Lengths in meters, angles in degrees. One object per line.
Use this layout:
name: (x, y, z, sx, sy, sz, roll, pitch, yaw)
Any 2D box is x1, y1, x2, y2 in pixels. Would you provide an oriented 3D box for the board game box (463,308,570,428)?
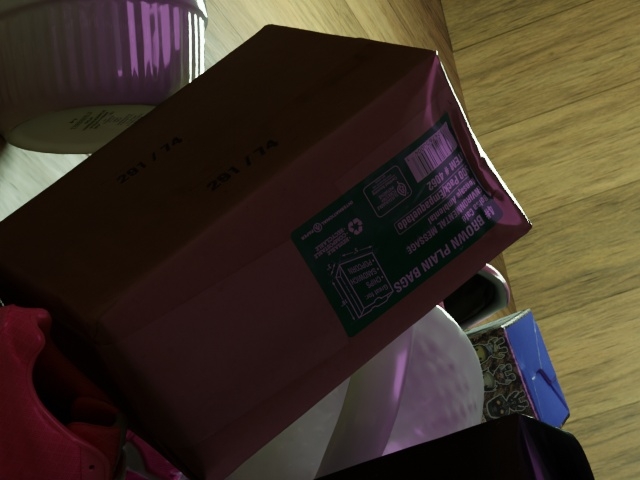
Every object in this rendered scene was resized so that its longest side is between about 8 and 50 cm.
board game box: (0.118, 0.199, 2.035, 0.232, 0.291, 0.141, -11, 80, -75)

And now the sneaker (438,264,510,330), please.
sneaker: (0.068, 0.082, 1.969, 0.131, 0.319, 0.112, 11, -62, 56)

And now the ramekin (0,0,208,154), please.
ramekin: (-0.195, -0.146, 1.521, 0.207, 0.207, 0.109, 26, 55, -70)

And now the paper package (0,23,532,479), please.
paper package: (-0.061, -0.001, 1.350, 0.168, 0.325, 0.309, 59, -17, -24)

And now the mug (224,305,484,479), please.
mug: (0.009, 0.196, 1.555, 0.328, 0.276, 0.374, -75, -176, -51)

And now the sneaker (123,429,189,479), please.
sneaker: (-0.151, 0.196, 1.455, 0.252, 0.103, 0.111, -87, 175, -70)

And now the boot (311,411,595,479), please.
boot: (-0.008, 0.337, 1.072, 0.146, 0.445, 0.367, 2, 69, -75)

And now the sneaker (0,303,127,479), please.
sneaker: (-0.186, 0.177, 1.251, 0.116, 0.136, 0.314, -83, 150, -58)
